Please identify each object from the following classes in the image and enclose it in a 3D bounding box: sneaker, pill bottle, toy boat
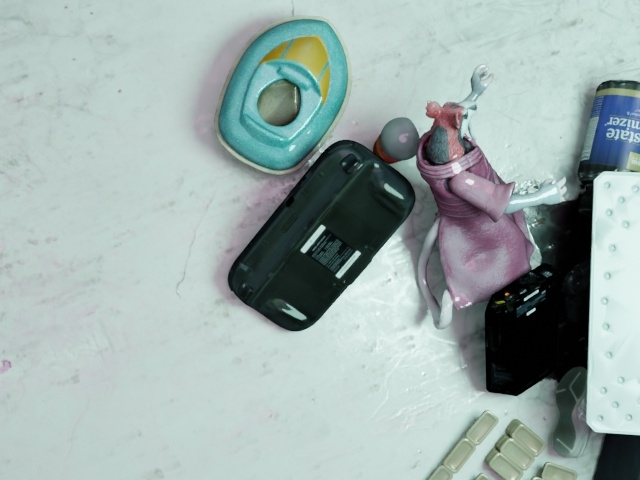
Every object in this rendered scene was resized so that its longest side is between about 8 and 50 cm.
[{"bbox_3d":[0.424,0.286,1.644,0.061,0.053,0.152,25,70,-39],"label":"sneaker"},{"bbox_3d":[0.497,-0.145,1.640,0.122,0.123,0.219,14,86,-8],"label":"pill bottle"},{"bbox_3d":[0.007,-0.210,1.556,0.318,0.148,0.268,25,83,-6],"label":"toy boat"}]

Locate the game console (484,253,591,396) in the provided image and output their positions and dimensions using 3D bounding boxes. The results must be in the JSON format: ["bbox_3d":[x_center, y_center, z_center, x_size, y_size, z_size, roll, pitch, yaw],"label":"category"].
[{"bbox_3d":[0.408,0.103,1.610,0.361,0.044,0.213,-27,132,-24],"label":"game console"}]

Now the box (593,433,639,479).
[{"bbox_3d":[0.611,0.400,1.594,0.296,0.183,0.294,18,83,-6],"label":"box"}]

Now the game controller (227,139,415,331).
[{"bbox_3d":[0.000,0.000,1.532,0.166,0.067,0.319,33,109,-20],"label":"game controller"}]

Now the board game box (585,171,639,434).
[{"bbox_3d":[0.599,0.099,1.481,0.389,0.050,0.390,2,86,6],"label":"board game box"}]

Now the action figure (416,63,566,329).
[{"bbox_3d":[0.207,-0.083,1.504,0.275,0.370,0.248,-29,47,6],"label":"action figure"}]

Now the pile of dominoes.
[{"bbox_3d":[0.275,0.416,1.628,0.196,0.040,0.251,40,90,-5],"label":"pile of dominoes"}]
